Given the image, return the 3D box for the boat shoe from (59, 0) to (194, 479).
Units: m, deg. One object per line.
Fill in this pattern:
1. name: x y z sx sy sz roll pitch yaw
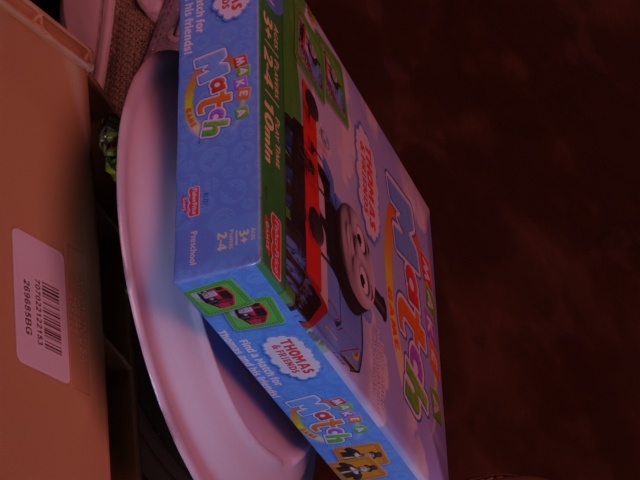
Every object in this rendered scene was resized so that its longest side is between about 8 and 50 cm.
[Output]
1. boat shoe: -0.055 -0.030 0.924 0.118 0.103 0.320 46 33 -50

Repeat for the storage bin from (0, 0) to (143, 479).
1. storage bin: -0.177 0.018 0.689 0.260 0.123 0.262 38 39 -52

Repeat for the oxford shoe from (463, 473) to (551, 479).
1. oxford shoe: 0.046 0.191 0.880 0.123 0.130 0.348 57 41 1

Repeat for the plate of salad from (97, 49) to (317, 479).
1. plate of salad: -0.046 0.023 0.791 0.200 0.048 0.200 -13 90 -73

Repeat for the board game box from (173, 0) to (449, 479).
1. board game box: 0.000 0.000 0.805 0.211 0.039 0.160 56 26 -52
